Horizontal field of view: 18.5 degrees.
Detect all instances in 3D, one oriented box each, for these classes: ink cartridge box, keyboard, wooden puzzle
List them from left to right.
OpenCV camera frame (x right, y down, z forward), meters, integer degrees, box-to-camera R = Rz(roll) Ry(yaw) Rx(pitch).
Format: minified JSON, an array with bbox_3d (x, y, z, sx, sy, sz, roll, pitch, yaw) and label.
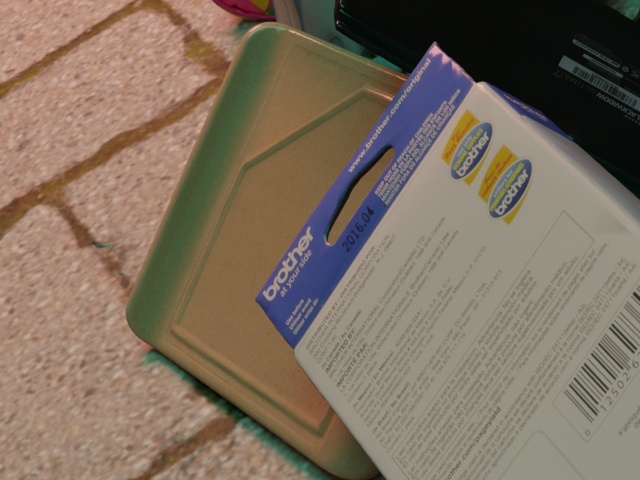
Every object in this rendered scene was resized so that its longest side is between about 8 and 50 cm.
[{"bbox_3d":[0.000,0.000,1.169,0.238,0.044,0.221,28,96,45],"label":"wooden puzzle"},{"bbox_3d":[0.097,0.051,0.975,0.186,0.065,0.311,-56,44,15],"label":"ink cartridge box"},{"bbox_3d":[0.169,-0.103,1.124,0.317,0.033,0.201,31,49,3],"label":"keyboard"}]

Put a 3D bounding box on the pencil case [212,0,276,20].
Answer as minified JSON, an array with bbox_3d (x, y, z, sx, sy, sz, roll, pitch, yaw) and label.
[{"bbox_3d":[-0.011,-0.271,1.529,0.104,0.104,0.236,1,43,31],"label":"pencil case"}]

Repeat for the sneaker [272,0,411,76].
[{"bbox_3d":[0.046,-0.173,1.209,0.127,0.319,0.208,-38,47,-12],"label":"sneaker"}]
